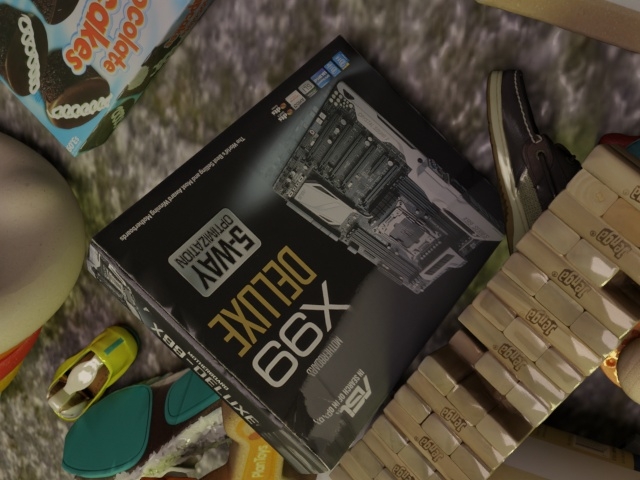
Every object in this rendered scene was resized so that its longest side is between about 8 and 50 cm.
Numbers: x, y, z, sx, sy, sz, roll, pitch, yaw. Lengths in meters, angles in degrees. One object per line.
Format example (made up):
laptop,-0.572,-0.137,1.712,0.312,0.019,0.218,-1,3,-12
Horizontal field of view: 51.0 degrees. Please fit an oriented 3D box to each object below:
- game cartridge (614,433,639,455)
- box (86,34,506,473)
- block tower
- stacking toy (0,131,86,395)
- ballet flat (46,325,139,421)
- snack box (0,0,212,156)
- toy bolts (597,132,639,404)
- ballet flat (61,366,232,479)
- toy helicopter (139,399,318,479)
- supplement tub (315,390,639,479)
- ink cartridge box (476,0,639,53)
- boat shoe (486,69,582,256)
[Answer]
game cartridge,0.331,0.248,0.722,0.056,0.017,0.083,35,121,0
box,0.000,0.000,0.580,0.242,0.307,0.076,45,151,-1
block tower,0.141,0.092,0.497,0.097,0.091,0.335,46,120,22
stacking toy,-0.500,0.111,0.871,0.351,0.350,0.479,33,138,5
ballet flat,-0.334,0.197,0.928,0.077,0.077,0.231,45,121,-3
snack box,-0.228,-0.260,0.692,0.187,0.060,0.322,47,121,-3
toy bolts,0.318,0.017,0.540,0.218,0.158,0.228,-14,107,26
ballet flat,-0.167,0.239,0.857,0.409,0.147,0.147,-29,100,30
toy helicopter,-0.090,0.254,0.729,0.235,0.140,0.355,1,135,-10
supplement tub,0.167,0.286,0.673,0.316,0.228,0.228,14,117,22
ink cartridge box,0.222,-0.255,0.445,0.193,0.088,0.234,10,123,-17
boat shoe,0.193,-0.046,0.577,0.074,0.080,0.223,-12,77,21
